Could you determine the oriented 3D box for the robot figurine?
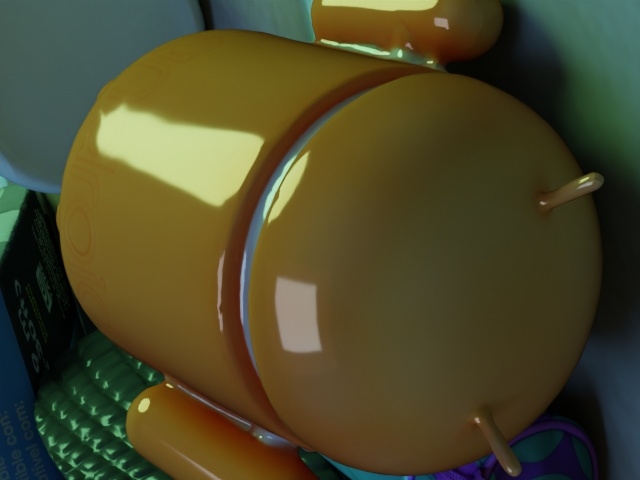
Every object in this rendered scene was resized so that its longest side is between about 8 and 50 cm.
[{"bbox_3d":[0.000,0.002,0.538,0.219,0.158,0.128,19,141,50],"label":"robot figurine"}]

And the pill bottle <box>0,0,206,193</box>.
[{"bbox_3d":[-0.150,-0.107,0.752,0.208,0.117,0.118,32,136,49],"label":"pill bottle"}]

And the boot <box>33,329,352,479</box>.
[{"bbox_3d":[-0.010,0.180,0.728,0.338,0.118,0.223,43,155,53],"label":"boot"}]

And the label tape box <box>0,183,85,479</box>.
[{"bbox_3d":[-0.169,0.127,0.836,0.334,0.106,0.241,-110,5,-75],"label":"label tape box"}]

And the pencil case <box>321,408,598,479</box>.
[{"bbox_3d":[0.032,0.068,0.601,0.151,0.070,0.064,27,90,51],"label":"pencil case"}]
